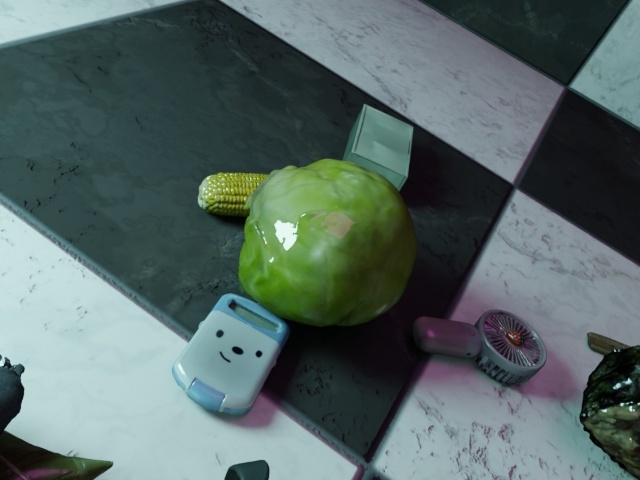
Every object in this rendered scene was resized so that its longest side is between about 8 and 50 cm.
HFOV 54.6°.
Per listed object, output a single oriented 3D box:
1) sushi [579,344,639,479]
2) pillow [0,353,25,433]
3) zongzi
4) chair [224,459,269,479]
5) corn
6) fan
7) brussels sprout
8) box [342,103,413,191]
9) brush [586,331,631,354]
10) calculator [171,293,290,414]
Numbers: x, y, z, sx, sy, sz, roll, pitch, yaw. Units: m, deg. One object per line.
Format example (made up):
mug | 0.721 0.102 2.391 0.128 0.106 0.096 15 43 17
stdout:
sushi | 0.583 0.318 0.972 0.350 0.211 0.171 38 31 -2
pillow | -0.411 0.225 0.543 0.162 0.092 0.335 18 48 14
zongzi | -0.314 0.216 0.662 0.130 0.062 0.154 -24 53 -32
chair | -0.156 0.298 0.652 0.222 0.104 0.095 -2 72 -27
corn | -0.097 -0.079 1.119 0.248 0.081 0.081 1 45 -29
fan | 0.269 0.173 1.054 0.244 0.074 0.130 11 41 -19
brussels sprout | 0.013 0.004 0.978 0.274 0.242 0.316 4 34 -4
box | 0.125 -0.195 1.380 0.130 0.086 0.225 24 38 -6
brush | 0.645 0.245 1.234 0.248 0.036 0.043 19 34 0
calculator | -0.121 0.153 0.873 0.121 0.039 0.210 30 37 1
